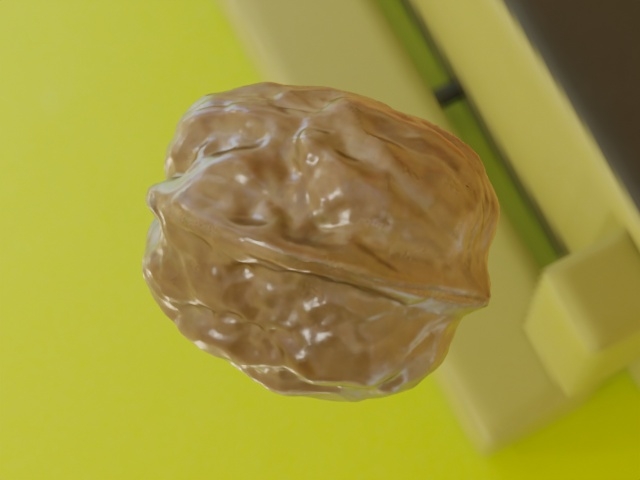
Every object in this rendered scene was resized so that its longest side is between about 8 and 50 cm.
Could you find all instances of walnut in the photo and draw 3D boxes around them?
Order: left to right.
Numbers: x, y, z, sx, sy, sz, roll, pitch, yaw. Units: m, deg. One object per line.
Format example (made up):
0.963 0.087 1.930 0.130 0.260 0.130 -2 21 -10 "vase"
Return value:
0.000 0.000 0.432 0.096 0.079 0.082 20 -170 17 "walnut"
